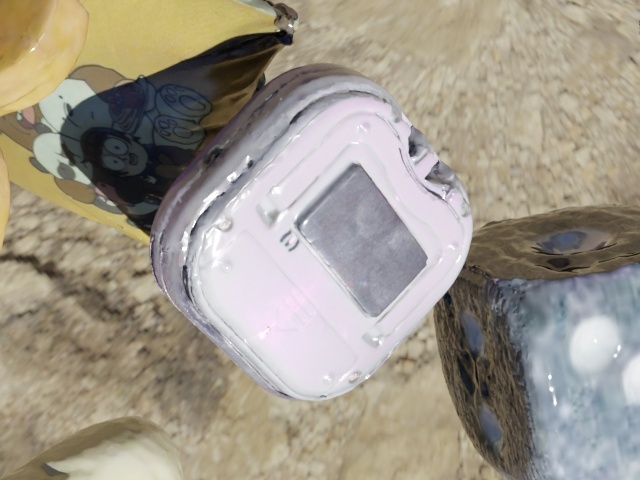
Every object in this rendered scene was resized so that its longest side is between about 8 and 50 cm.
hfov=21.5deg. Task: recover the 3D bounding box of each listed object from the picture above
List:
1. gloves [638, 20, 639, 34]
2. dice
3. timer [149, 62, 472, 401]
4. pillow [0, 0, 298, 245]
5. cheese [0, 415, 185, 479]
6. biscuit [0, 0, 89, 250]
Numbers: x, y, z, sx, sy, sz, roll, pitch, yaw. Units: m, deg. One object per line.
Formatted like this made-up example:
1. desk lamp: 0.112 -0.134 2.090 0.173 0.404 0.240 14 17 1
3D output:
1. gloves: 0.395 -0.194 1.382 0.210 0.312 0.135 0 99 -26
2. dice: 0.201 0.080 1.288 0.182 0.181 0.183 -16 107 -16
3. timer: 0.000 0.000 1.084 0.191 0.069 0.208 -48 130 -5
4. pillow: -0.182 -0.127 1.207 0.312 0.310 0.119 29 58 3
5. cheese: -0.279 0.274 1.303 0.328 0.129 0.351 21 72 -22
6. biscuit: -0.194 -0.062 0.703 0.202 0.044 0.288 25 86 28
